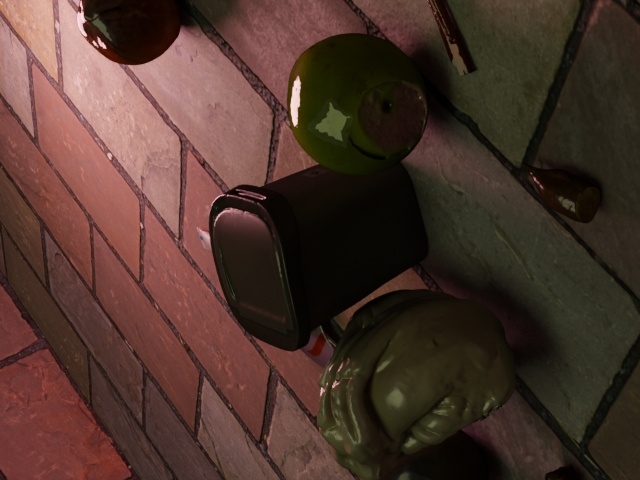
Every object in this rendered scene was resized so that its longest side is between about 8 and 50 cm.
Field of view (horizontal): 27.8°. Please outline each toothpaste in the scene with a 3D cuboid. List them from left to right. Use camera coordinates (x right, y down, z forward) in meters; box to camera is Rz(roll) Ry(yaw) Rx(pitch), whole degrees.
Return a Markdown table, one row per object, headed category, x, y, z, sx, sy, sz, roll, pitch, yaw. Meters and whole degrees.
| category | x | y | z | sx | sy | sz | roll | pitch | yaw |
| --- | --- | --- | --- | --- | --- | --- | --- | --- | --- |
| toothpaste | -0.191 | 0.013 | 2.477 | 0.190 | 0.031 | 0.048 | 22 | 135 | 59 |

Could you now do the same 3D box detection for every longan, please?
| category | x | y | z | sx | sy | sz | roll | pitch | yaw |
| --- | --- | --- | --- | --- | --- | --- | --- | --- | --- |
| longan | 0.169 | 0.355 | 1.978 | 0.187 | 0.167 | 0.167 | -13 | 103 | 42 |

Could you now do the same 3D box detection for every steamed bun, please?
| category | x | y | z | sx | sy | sz | roll | pitch | yaw |
| --- | --- | --- | --- | --- | --- | --- | --- | --- | --- |
| steamed bun | 0.113 | 0.178 | 1.764 | 0.320 | 0.275 | 0.206 | -34 | 89 | 25 |

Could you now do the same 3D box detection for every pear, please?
| category | x | y | z | sx | sy | sz | roll | pitch | yaw |
| --- | --- | --- | --- | --- | --- | --- | --- | --- | --- |
| pear | 0.038 | -0.180 | 1.686 | 0.220 | 0.187 | 0.187 | 35 | 144 | 55 |

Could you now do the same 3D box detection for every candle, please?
| category | x | y | z | sx | sy | sz | roll | pitch | yaw |
| --- | --- | --- | --- | --- | --- | --- | --- | --- | --- |
| candle | 0.143 | -0.278 | 1.567 | 0.026 | 0.021 | 0.167 | -12 | 103 | 63 |

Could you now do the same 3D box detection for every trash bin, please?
| category | x | y | z | sx | sy | sz | roll | pitch | yaw |
| --- | --- | --- | --- | --- | --- | --- | --- | --- | --- |
| trash bin | 0.000 | 0.000 | 1.838 | 0.220 | 0.250 | 0.219 | 19 | 130 | 56 |

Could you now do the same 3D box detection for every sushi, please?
| category | x | y | z | sx | sy | sz | roll | pitch | yaw |
| --- | --- | --- | --- | --- | --- | --- | --- | --- | --- |
| sushi | 0.327 | 0.356 | 1.781 | 0.061 | 0.060 | 0.118 | 22 | 134 | 48 |

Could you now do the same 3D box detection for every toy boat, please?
| category | x | y | z | sx | sy | sz | roll | pitch | yaw |
| --- | --- | --- | --- | --- | --- | --- | --- | --- | --- |
| toy boat | -0.036 | 0.153 | 2.296 | 0.318 | 0.072 | 0.219 | 52 | 151 | 1 |

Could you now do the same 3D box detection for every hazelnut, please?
| category | x | y | z | sx | sy | sz | roll | pitch | yaw |
| --- | --- | --- | --- | --- | --- | --- | --- | --- | --- |
| hazelnut | -0.333 | -0.379 | 2.201 | 0.182 | 0.182 | 0.182 | 44 | 148 | 36 |

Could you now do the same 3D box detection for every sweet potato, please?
| category | x | y | z | sx | sy | sz | roll | pitch | yaw |
| --- | --- | --- | --- | --- | --- | --- | --- | --- | --- |
| sweet potato | 0.273 | -0.063 | 1.496 | 0.117 | 0.049 | 0.049 | 39 | 146 | 41 |
